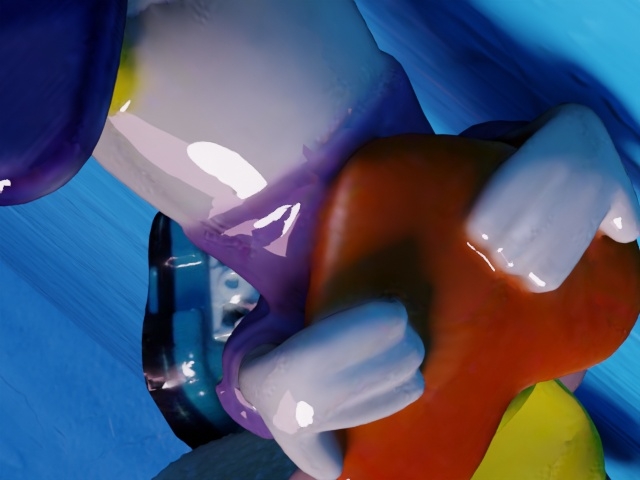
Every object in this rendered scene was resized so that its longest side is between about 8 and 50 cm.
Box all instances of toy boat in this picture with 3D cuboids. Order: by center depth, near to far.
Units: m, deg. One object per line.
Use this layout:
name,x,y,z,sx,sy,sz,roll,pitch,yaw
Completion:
toy boat,-0.011,0.079,1.079,0.092,0.134,0.299,-9,156,16

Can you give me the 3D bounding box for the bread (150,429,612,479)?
bread,0.040,0.148,0.890,0.337,0.183,0.102,7,124,57

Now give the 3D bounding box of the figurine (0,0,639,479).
figurine,0.001,-0.001,0.580,0.193,0.154,0.421,36,168,47
